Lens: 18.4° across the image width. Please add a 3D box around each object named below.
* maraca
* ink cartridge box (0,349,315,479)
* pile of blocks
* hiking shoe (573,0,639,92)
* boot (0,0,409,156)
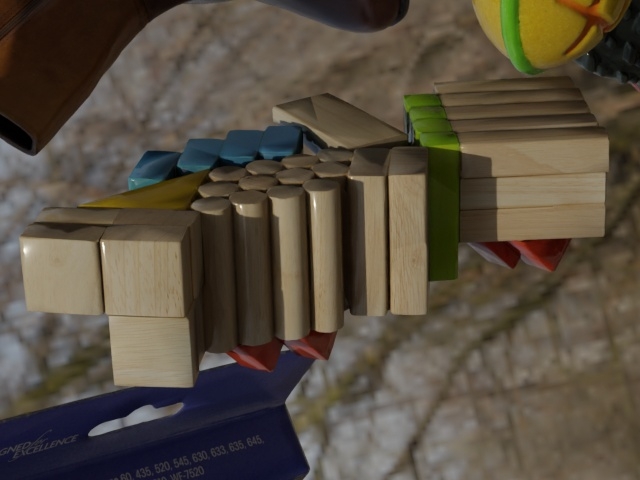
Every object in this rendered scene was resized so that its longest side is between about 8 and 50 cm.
[{"bbox_3d":[0.153,-0.184,1.214,0.186,0.099,0.127,-58,-28,-31],"label":"maraca"},{"bbox_3d":[-0.157,0.207,1.333,0.303,0.307,0.072,-11,-120,-43],"label":"ink cartridge box"},{"bbox_3d":[0.000,0.000,1.095,0.149,0.362,0.113,36,134,54],"label":"pile of blocks"},{"bbox_3d":[0.226,-0.182,1.455,0.304,0.113,0.132,41,-158,-45],"label":"hiking shoe"},{"bbox_3d":[-0.111,-0.154,1.305,0.280,0.264,0.096,-48,-13,-39],"label":"boot"}]
